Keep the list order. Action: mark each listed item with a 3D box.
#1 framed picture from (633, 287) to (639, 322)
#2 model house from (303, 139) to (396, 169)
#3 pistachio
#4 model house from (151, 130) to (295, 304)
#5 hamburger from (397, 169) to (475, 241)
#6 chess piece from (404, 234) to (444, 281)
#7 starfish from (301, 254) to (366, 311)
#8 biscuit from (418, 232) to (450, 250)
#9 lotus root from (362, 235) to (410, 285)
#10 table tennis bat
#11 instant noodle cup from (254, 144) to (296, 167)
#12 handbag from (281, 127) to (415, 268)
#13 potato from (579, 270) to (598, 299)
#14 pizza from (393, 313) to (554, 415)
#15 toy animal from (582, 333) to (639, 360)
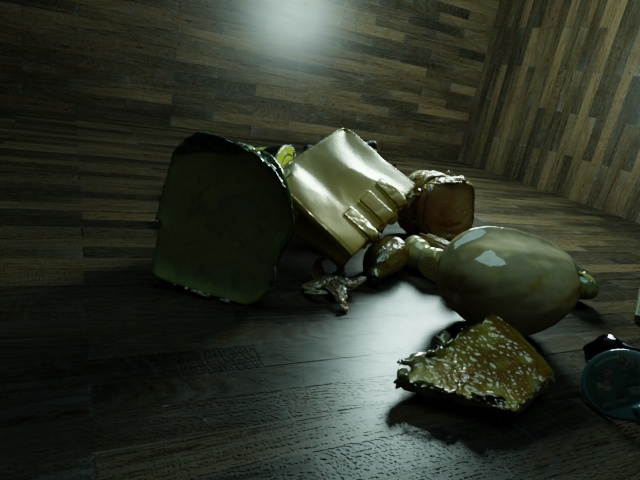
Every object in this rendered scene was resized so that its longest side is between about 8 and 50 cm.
[{"bbox_3d":[1.062,0.242,1.260,0.446,0.028,0.326,22,22,31],"label":"framed picture"},{"bbox_3d":[0.102,-0.133,1.554,0.297,0.317,0.283,-17,64,-7],"label":"model house"},{"bbox_3d":[0.383,0.084,1.024,0.308,0.230,0.230,2,20,-17],"label":"pistachio"},{"bbox_3d":[-0.174,-0.059,1.024,0.261,0.321,0.266,17,17,-1],"label":"model house"},{"bbox_3d":[0.381,-0.116,1.595,0.245,0.261,0.211,37,-9,-23],"label":"hamburger"},{"bbox_3d":[0.298,0.063,1.261,0.090,0.090,0.200,-4,25,-37],"label":"chess piece"},{"bbox_3d":[0.028,0.099,1.091,0.150,0.053,0.210,-7,26,-12],"label":"starfish"},{"bbox_3d":[0.397,0.044,1.357,0.202,0.044,0.288,20,7,-44],"label":"biscuit"},{"bbox_3d":[0.155,0.049,1.219,0.108,0.095,0.190,-19,7,33],"label":"lotus root"},{"bbox_3d":[0.512,0.263,0.798,0.033,0.124,0.201,47,20,-30],"label":"table tennis bat"},{"bbox_3d":[-0.220,-0.238,1.704,0.236,0.216,0.215,9,17,18],"label":"instant noodle cup"},{"bbox_3d":[0.059,-0.112,1.245,0.283,0.133,0.401,38,41,9],"label":"handbag"},{"bbox_3d":[0.661,0.112,1.329,0.105,0.085,0.188,24,3,-39],"label":"potato"},{"bbox_3d":[0.253,0.216,0.811,0.296,0.071,0.189,-8,38,-36],"label":"pizza"},{"bbox_3d":[0.615,0.206,0.884,0.160,0.197,0.272,9,14,-16],"label":"toy animal"}]
